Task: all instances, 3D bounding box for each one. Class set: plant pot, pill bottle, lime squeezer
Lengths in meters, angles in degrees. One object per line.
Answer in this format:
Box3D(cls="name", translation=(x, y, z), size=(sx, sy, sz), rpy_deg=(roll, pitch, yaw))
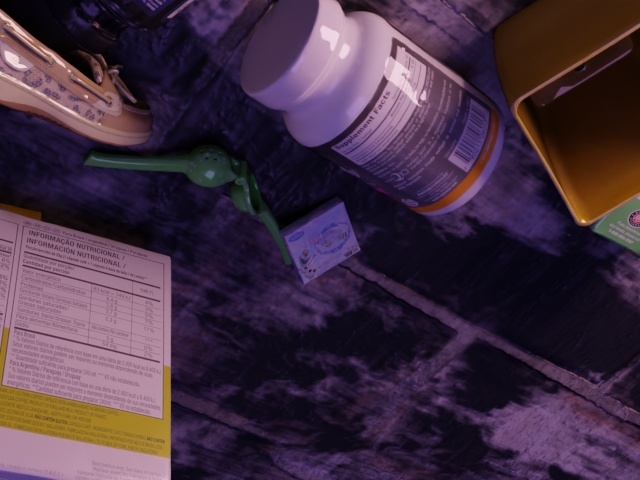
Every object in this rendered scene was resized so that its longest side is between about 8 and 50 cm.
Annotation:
Box3D(cls="plant pot", translation=(0.314, -0.185, 1.083), size=(0.212, 0.187, 0.212), rpy_deg=(-32, 129, 12))
Box3D(cls="pill bottle", translation=(-0.160, -0.280, 0.921), size=(0.219, 0.122, 0.123), rpy_deg=(-34, 129, 13))
Box3D(cls="lime squeezer", translation=(-0.121, -0.054, 1.162), size=(0.310, 0.059, 0.110), rpy_deg=(28, 117, -33))
Box3D(cls="pill bottle", translation=(0.059, -0.152, 1.061), size=(0.278, 0.162, 0.162), rpy_deg=(28, 117, -31))

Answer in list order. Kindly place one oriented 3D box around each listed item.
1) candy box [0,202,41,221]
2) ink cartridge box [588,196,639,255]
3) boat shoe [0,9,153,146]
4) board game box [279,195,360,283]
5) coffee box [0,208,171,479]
Box3D(cls="candy box", translation=(-0.445, -0.012, 1.128), size=(0.206, 0.027, 0.105), rpy_deg=(14, 127, -24))
Box3D(cls="ink cartridge box", translation=(0.484, -0.115, 1.228), size=(0.211, 0.121, 0.289), rpy_deg=(23, 119, -30))
Box3D(cls="boat shoe", translation=(-0.262, -0.167, 0.964), size=(0.285, 0.105, 0.089), rpy_deg=(16, 104, -59))
Box3D(cls="board game box", translation=(0.000, 0.000, 1.245), size=(0.090, 0.020, 0.090), rpy_deg=(-31, 133, -12))
Box3D(cls="coffee box", translation=(-0.386, 0.193, 1.087), size=(0.338, 0.334, 0.337), rpy_deg=(17, 132, -25))
